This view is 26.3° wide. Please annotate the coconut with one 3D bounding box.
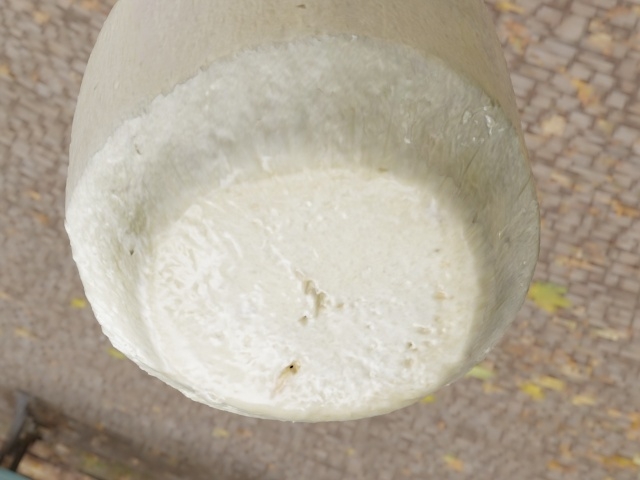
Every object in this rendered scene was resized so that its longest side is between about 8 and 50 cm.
[{"bbox_3d":[-0.010,-0.044,0.715,0.238,0.265,0.237,1,127,1],"label":"coconut"}]
